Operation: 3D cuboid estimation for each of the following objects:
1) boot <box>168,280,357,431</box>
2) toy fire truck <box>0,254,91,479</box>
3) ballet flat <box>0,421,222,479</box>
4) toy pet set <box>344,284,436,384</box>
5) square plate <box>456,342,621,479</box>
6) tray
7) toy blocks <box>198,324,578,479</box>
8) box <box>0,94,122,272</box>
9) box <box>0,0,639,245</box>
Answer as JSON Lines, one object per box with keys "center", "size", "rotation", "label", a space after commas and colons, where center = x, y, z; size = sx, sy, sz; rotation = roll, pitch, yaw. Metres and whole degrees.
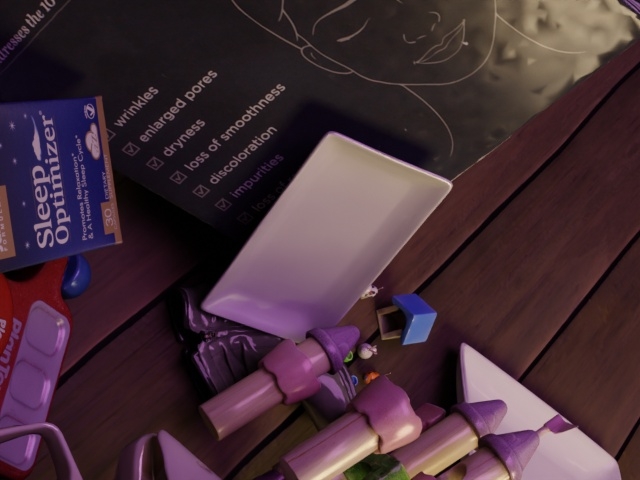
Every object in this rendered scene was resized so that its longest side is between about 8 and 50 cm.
{"center": [-0.066, 0.143, 1.386], "size": [0.161, 0.083, 0.246], "rotation": [-27, 93, -34], "label": "boot"}
{"center": [-0.310, 0.039, 1.144], "size": [0.254, 0.169, 0.302], "rotation": [50, 44, -52], "label": "toy fire truck"}
{"center": [-0.202, 0.237, 1.060], "size": [0.483, 0.164, 0.182], "rotation": [9, 51, -33], "label": "ballet flat"}
{"center": [0.082, 0.107, 1.528], "size": [0.114, 0.065, 0.122], "rotation": [-3, 78, -43], "label": "toy pet set"}
{"center": [0.280, 0.345, 1.588], "size": [0.347, 0.049, 0.344], "rotation": [38, 34, -28], "label": "square plate"}
{"center": [0.000, 0.000, 1.280], "size": [0.145, 0.270, 0.030], "rotation": [20, 39, -24], "label": "tray"}
{"center": [0.083, 0.238, 1.265], "size": [0.260, 0.288, 0.309], "rotation": [-31, 107, -19], "label": "toy blocks"}
{"center": [-0.246, -0.047, 1.050], "size": [0.225, 0.036, 0.136], "rotation": [-18, 103, -63], "label": "box"}
{"center": [-0.030, -0.274, 1.226], "size": [0.472, 0.480, 0.297], "rotation": [31, 37, -33], "label": "box"}
